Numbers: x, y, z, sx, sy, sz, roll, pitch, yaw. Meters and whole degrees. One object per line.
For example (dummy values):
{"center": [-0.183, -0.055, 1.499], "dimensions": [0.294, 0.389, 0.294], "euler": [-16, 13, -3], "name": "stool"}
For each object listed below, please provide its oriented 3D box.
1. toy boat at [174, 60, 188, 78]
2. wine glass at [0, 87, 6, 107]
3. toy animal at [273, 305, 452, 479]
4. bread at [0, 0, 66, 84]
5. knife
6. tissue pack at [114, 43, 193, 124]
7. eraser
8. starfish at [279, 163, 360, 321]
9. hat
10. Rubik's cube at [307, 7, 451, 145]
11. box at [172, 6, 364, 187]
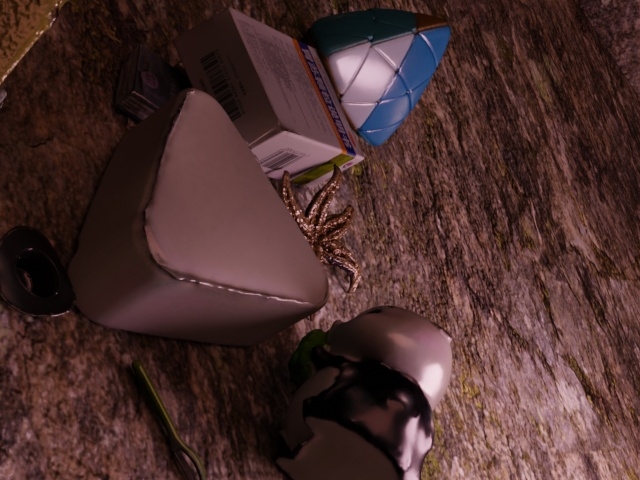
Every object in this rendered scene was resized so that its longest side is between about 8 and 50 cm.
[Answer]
{"center": [-0.164, -0.224, 1.830], "dimensions": [0.115, 0.016, 0.063], "euler": [52, 34, -10], "name": "toy boat"}
{"center": [-0.445, -0.198, 1.354], "dimensions": [0.204, 0.111, 0.111], "euler": [46, 35, -17], "name": "wine glass"}
{"center": [0.056, 0.198, 1.606], "dimensions": [0.212, 0.212, 0.267], "euler": [41, 41, -24], "name": "toy animal"}
{"center": [-0.401, -0.174, 1.268], "dimensions": [0.138, 0.077, 0.361], "euler": [40, 69, -20], "name": "bread"}
{"center": [-0.173, 0.221, 1.451], "dimensions": [0.026, 0.022, 0.184], "euler": [-27, 87, -32], "name": "knife"}
{"center": [-0.206, -0.186, 1.712], "dimensions": [0.156, 0.051, 0.112], "euler": [35, 35, -30], "name": "tissue pack"}
{"center": [-0.172, 0.000, 1.522], "dimensions": [0.331, 0.150, 0.331], "euler": [36, 37, -34], "name": "eraser"}
{"center": [-0.006, 0.000, 1.806], "dimensions": [0.213, 0.057, 0.238], "euler": [40, 57, -39], "name": "starfish"}
{"center": [-0.324, 0.045, 1.369], "dimensions": [0.121, 0.050, 0.121], "euler": [37, 33, -30], "name": "hat"}
{"center": [0.091, -0.308, 2.005], "dimensions": [0.254, 0.254, 0.254], "euler": [33, 41, -33], "name": "Rubik's cube"}
{"center": [-0.069, -0.199, 1.797], "dimensions": [0.299, 0.106, 0.200], "euler": [10, 54, -67], "name": "box"}
